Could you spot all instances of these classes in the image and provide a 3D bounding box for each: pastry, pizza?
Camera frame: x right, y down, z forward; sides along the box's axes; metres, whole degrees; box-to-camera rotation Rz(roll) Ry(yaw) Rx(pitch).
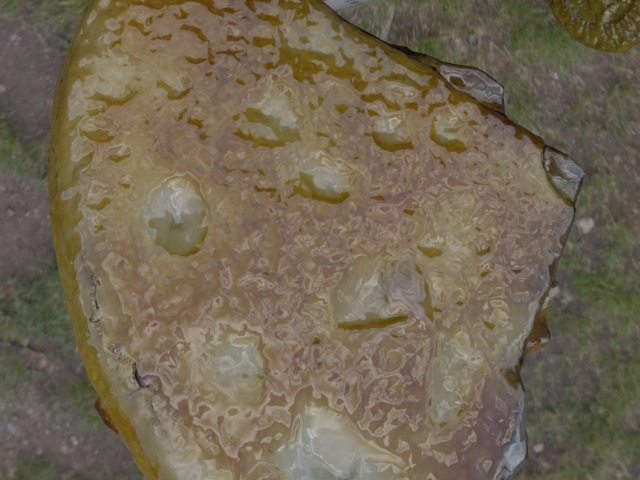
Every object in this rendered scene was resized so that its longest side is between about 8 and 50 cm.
[{"bbox_3d":[0.358,-0.322,1.075,0.103,0.188,0.189,-30,116,-28],"label":"pastry"},{"bbox_3d":[0.000,0.000,0.479,0.277,0.114,0.409,-24,81,-20],"label":"pizza"}]

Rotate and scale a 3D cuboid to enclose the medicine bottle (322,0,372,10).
[{"bbox_3d":[0.134,-0.365,0.876,0.388,0.219,0.219,-7,115,26],"label":"medicine bottle"}]
